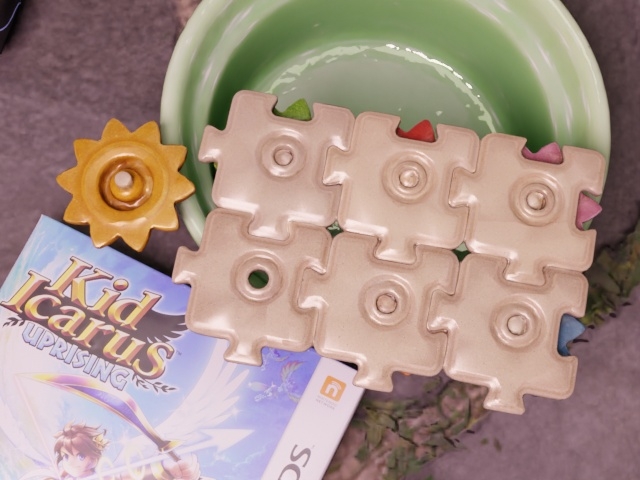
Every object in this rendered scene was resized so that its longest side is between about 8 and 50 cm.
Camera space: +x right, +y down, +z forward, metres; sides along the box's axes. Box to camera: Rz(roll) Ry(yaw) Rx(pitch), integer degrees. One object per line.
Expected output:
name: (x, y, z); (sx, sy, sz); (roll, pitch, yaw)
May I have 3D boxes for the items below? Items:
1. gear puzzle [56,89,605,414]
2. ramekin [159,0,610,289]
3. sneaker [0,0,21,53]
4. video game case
gear puzzle: (0.000, 0.000, 0.711); (0.339, 0.044, 0.175); (10, 77, 2)
ramekin: (0.041, -0.063, 0.825); (0.303, 0.148, 0.303); (1, 76, -3)
sneaker: (-0.272, -0.247, 0.895); (0.081, 0.090, 0.232); (-3, 55, -3)
video game case: (-0.137, 0.148, 0.807); (0.269, 0.061, 0.244); (26, 75, 4)
